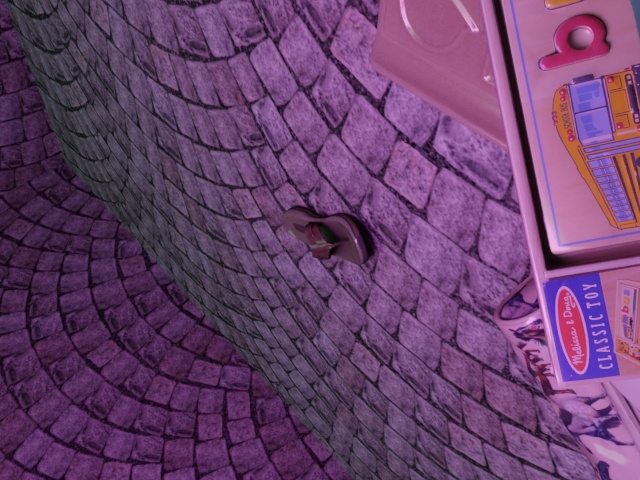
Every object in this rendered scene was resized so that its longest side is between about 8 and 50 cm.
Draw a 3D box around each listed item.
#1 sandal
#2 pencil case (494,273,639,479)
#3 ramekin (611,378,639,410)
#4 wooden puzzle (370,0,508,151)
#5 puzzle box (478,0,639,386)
[{"bbox_3d":[0.000,0.001,1.335,0.303,0.086,0.120,14,133,52],"label":"sandal"},{"bbox_3d":[0.405,0.217,0.847,0.410,0.160,0.183,57,174,-5],"label":"pencil case"},{"bbox_3d":[0.409,0.080,0.626,0.303,0.148,0.303,55,165,22],"label":"ramekin"},{"bbox_3d":[0.210,-0.296,0.679,0.322,0.081,0.347,39,145,26],"label":"wooden puzzle"},{"bbox_3d":[0.283,-0.104,0.469,0.272,0.052,0.408,-12,90,17],"label":"puzzle box"}]
